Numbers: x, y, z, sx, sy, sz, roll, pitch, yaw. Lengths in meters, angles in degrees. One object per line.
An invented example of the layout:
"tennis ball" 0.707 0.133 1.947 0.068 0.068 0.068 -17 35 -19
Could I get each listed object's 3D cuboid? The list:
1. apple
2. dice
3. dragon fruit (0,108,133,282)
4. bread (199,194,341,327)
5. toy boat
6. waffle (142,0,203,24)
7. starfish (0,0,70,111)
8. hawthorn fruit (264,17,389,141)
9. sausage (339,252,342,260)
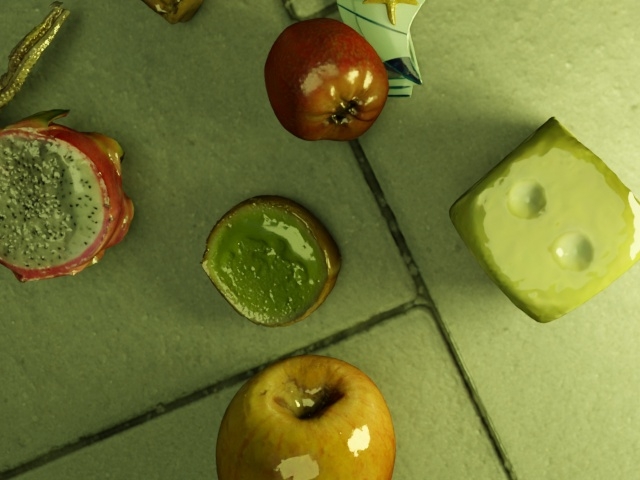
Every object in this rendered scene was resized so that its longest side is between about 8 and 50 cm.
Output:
"apple" -0.019 0.351 1.634 0.298 0.299 0.275 -2 126 14
"dice" 0.345 -0.032 1.505 0.227 0.238 0.233 -41 86 15
"dragon fruit" -0.456 -0.076 1.739 0.290 0.189 0.291 3 106 9
"bread" -0.085 0.035 1.703 0.236 0.070 0.236 4 105 17
"toy boat" 0.103 -0.372 1.622 0.220 0.067 0.291 -10 107 16
"waffle" -0.293 -0.539 1.668 0.327 0.098 0.224 42 104 7
"starfish" -0.635 -0.216 1.728 0.398 0.384 0.132 -2 140 30
"hawthorn fruit" -0.003 -0.270 1.602 0.196 0.196 0.225 -39 57 16
"sausage" 0.000 0.000 1.712 0.100 0.015 0.015 43 106 5
